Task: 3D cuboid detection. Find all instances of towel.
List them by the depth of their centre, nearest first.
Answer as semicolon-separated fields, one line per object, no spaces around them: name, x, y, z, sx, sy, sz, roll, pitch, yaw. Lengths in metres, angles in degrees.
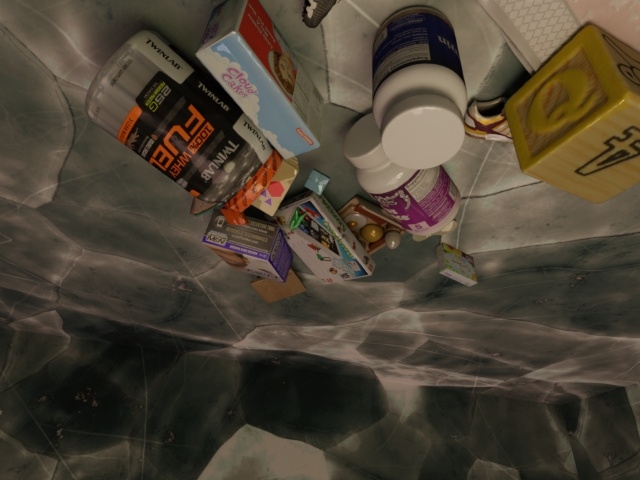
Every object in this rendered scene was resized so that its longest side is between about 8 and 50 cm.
towel;0.463;-0.394;0.641;0.332;0.053;0.317;29;139;-32

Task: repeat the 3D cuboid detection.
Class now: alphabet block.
alphabet block;0.479;-0.209;0.709;0.197;0.192;0.193;17;144;-18

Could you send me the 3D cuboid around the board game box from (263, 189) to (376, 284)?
board game box;0.000;0.000;1.185;0.193;0.053;0.305;-16;123;40

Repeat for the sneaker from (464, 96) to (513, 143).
sneaker;0.397;-0.252;0.843;0.186;0.069;0.084;1;151;4

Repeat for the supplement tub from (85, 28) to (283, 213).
supplement tub;-0.253;-0.217;0.806;0.338;0.207;0.207;38;136;-20

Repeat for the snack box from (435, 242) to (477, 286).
snack box;0.435;0.078;1.298;0.141;0.100;0.037;23;142;-24

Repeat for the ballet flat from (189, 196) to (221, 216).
ballet flat;-0.244;-0.162;1.056;0.316;0.107;0.106;-20;119;25

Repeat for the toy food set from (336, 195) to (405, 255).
toy food set;0.121;0.002;1.235;0.220;0.092;0.306;23;142;-24

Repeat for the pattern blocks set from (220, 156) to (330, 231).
pattern blocks set;-0.156;-0.161;0.957;0.325;0.026;0.285;39;112;-7

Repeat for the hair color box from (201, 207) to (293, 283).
hair color box;-0.196;0.029;1.191;0.185;0.110;0.339;15;164;7

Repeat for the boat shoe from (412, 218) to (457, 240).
boat shoe;0.335;-0.038;1.194;0.137;0.043;0.049;-22;112;32

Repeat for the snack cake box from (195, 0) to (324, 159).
snack cake box;-0.097;-0.300;0.764;0.089;0.152;0.264;-15;141;27

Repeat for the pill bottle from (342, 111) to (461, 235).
pill bottle;0.186;-0.149;0.934;0.169;0.169;0.301;-21;138;34

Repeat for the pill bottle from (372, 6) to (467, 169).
pill bottle;0.164;-0.258;0.690;0.153;0.264;0.153;3;146;2

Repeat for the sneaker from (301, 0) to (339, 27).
sneaker;0.052;-0.423;0.629;0.106;0.078;0.234;21;141;-18

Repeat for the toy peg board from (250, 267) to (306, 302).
toy peg board;-0.158;0.144;1.516;0.161;0.079;0.161;-19;142;7
